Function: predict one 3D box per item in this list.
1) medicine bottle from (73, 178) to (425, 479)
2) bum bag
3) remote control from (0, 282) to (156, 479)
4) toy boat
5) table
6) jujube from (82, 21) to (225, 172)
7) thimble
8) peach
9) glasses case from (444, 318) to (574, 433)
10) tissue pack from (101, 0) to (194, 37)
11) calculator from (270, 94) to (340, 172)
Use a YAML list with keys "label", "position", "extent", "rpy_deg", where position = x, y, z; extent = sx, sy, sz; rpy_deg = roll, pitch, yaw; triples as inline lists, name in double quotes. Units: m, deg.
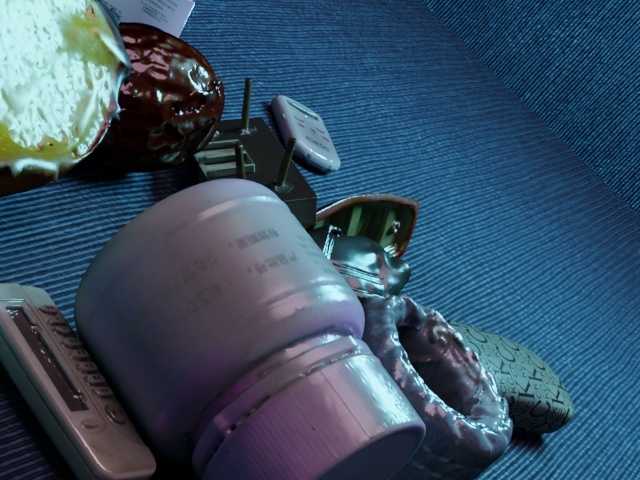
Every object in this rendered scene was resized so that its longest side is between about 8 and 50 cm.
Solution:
- label: "medicine bottle"
  position: [-0.065, 0.119, 1.343]
  extent: [0.302, 0.241, 0.241]
  rpy_deg: [52, 24, 22]
- label: "bum bag"
  position: [-0.049, 0.020, 1.634]
  extent: [0.326, 0.079, 0.142]
  rpy_deg: [7, 36, -18]
- label: "remote control"
  position: [-0.236, 0.135, 1.287]
  extent: [0.090, 0.049, 0.230]
  rpy_deg: [4, 43, -56]
- label: "toy boat"
  position: [0.000, 0.000, 1.851]
  extent: [0.079, 0.136, 0.392]
  rpy_deg: [27, 22, 31]
- label: "table"
  position: [-0.097, -0.115, 1.788]
  extent: [0.122, 0.111, 0.240]
  rpy_deg: [-8, 32, -18]
- label: "jujube"
  position: [-0.233, -0.171, 1.691]
  extent: [0.243, 0.183, 0.183]
  rpy_deg: [9, 38, -39]
- label: "thimble"
  position: [0.083, 0.188, 1.569]
  extent: [0.205, 0.172, 0.236]
  rpy_deg: [17, 35, -51]
- label: "peach"
  position: [-0.362, -0.153, 1.429]
  extent: [0.257, 0.201, 0.361]
  rpy_deg: [58, 33, -30]
- label: "glasses case"
  position: [0.216, 0.181, 1.905]
  extent: [0.355, 0.085, 0.137]
  rpy_deg: [19, 30, -45]
- label: "tissue pack"
  position: [-0.305, -0.308, 1.841]
  extent: [0.246, 0.092, 0.148]
  rpy_deg: [32, 69, -23]
- label: "calculator"
  position: [-0.025, -0.167, 2.223]
  extent: [0.100, 0.032, 0.175]
  rpy_deg: [27, 26, -33]
